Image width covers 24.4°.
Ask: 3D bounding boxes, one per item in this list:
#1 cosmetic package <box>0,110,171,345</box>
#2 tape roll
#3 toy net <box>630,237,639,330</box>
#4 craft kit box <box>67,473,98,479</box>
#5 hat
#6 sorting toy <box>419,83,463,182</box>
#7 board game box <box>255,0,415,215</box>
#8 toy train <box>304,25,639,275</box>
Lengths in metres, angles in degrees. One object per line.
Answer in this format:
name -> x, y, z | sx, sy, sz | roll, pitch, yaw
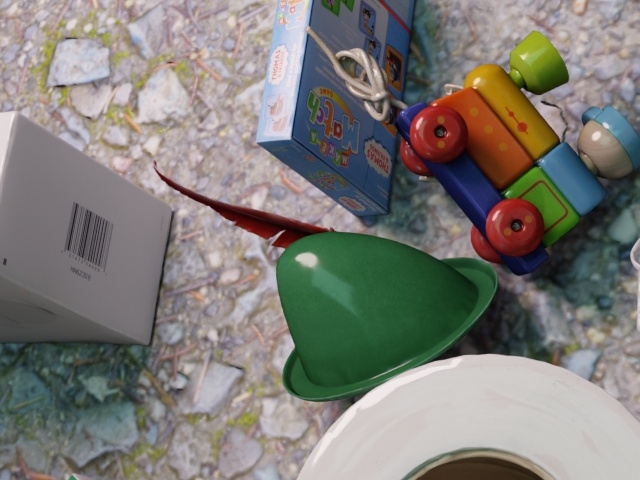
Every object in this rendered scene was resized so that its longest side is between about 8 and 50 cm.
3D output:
cosmetic package -> -0.288, -0.003, 1.275 | 0.225, 0.224, 0.138 | -3, 69, 29
tape roll -> 0.116, 0.226, 1.002 | 0.286, 0.100, 0.286 | -8, 65, 18
toy net -> 0.276, -0.043, 1.074 | 0.122, 0.045, 0.232 | 28, 86, 35
craft kit box -> -0.185, 0.356, 1.173 | 0.247, 0.061, 0.250 | 35, 90, 33
hat -> 0.000, 0.000, 1.094 | 0.209, 0.183, 0.173 | -26, 19, 11
sorting toy -> 0.128, -0.075, 1.178 | 0.075, 0.045, 0.083 | 10, 76, 26
board game box -> 0.018, -0.146, 1.196 | 0.039, 0.160, 0.211 | -4, 68, 30
toy train -> 0.121, -0.108, 1.109 | 0.143, 0.105, 0.248 | -39, 88, -4
